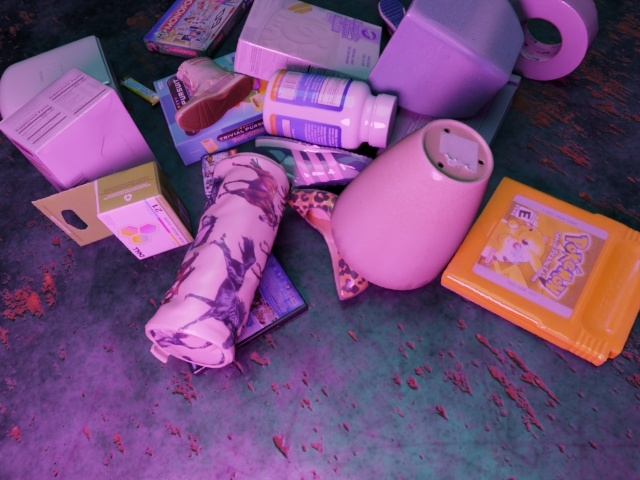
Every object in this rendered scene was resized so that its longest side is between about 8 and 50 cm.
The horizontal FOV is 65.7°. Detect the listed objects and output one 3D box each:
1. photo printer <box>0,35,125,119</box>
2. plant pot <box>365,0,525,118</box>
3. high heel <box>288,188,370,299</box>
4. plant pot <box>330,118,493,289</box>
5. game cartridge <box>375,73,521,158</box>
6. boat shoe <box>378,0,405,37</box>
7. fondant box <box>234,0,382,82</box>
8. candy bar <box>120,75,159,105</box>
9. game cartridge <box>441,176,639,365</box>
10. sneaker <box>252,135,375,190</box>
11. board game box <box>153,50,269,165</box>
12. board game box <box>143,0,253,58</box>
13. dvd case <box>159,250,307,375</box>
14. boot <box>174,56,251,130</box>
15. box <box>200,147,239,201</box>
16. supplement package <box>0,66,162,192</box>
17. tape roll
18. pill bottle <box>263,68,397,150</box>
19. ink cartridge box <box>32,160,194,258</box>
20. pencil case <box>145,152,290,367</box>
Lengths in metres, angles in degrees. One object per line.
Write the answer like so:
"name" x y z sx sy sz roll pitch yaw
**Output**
"photo printer" -0.715 -0.412 1.350 0.308 0.107 0.256 -24 59 -7
"plant pot" 0.282 -0.411 1.074 0.252 0.247 0.247 31 65 -6
"high heel" 0.000 0.000 1.009 0.261 0.093 0.186 26 63 14
"plant pot" 0.178 -0.081 0.885 0.257 0.274 0.256 7 61 -13
"game cartridge" 0.299 -0.280 1.161 0.230 0.068 0.355 21 64 23
"boat shoe" 0.207 -0.582 1.350 0.066 0.066 0.183 -20 64 -2
"fondant box" -0.022 -0.477 1.228 0.331 0.096 0.238 15 54 -9
"candy bar" -0.496 -0.416 1.375 0.162 0.018 0.040 34 69 24
"game cartridge" 0.442 0.043 0.948 0.324 0.052 0.285 27 66 23
"sneaker" -0.002 -0.142 1.109 0.319 0.112 0.131 12 90 9
"board game box" -0.230 -0.362 1.270 0.336 0.079 0.253 -23 58 -7
"board game box" -0.357 -0.673 1.496 0.214 0.046 0.317 16 63 16
"dvd case" -0.176 0.130 0.997 0.253 0.022 0.180 -30 61 -11
"boot" -0.293 -0.355 1.181 0.165 0.077 0.213 35 62 23
"box" -0.229 -0.152 1.172 0.094 0.027 0.137 -15 58 -2
"supplement package" -0.518 -0.202 1.104 0.145 0.261 0.204 31 68 24
"tape roll" 0.523 -0.488 1.160 0.219 0.219 0.072 29 66 23
"pill bottle" 0.024 -0.282 1.092 0.272 0.152 0.152 13 62 11
"ink cartridge box" -0.423 -0.038 1.037 0.255 0.188 0.097 -19 60 -2
"pencil case" -0.189 0.034 0.949 0.184 0.160 0.410 -13 51 44
